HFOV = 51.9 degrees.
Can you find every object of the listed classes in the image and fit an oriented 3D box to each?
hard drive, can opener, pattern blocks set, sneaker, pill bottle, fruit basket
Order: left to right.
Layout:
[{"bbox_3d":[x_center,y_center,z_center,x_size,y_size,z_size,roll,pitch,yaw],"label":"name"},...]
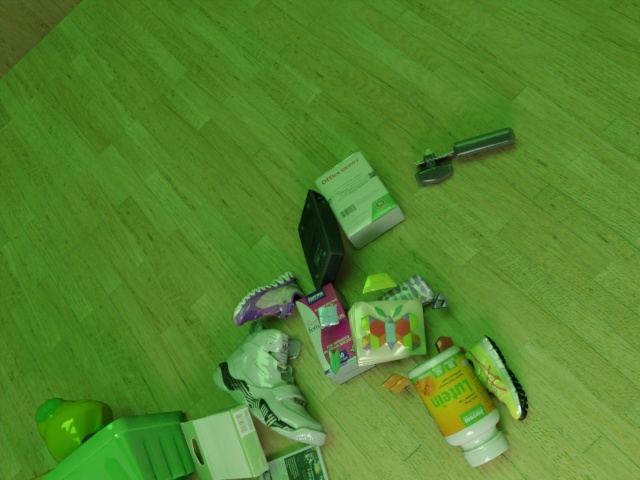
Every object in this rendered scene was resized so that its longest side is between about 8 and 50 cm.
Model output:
[{"bbox_3d":[-0.536,0.504,1.656,0.283,0.392,0.392,-39,59,3],"label":"fruit basket"},{"bbox_3d":[-0.129,0.170,1.751,0.236,0.095,0.104,-29,70,-39],"label":"sneaker"},{"bbox_3d":[-0.100,0.354,1.672,0.366,0.137,0.210,27,83,33],"label":"sneaker"},{"bbox_3d":[0.000,0.000,1.765,0.054,0.172,0.254,0,43,-19],"label":"hard drive"},{"bbox_3d":[0.166,0.218,1.579,0.325,0.026,0.285,-18,81,-8],"label":"pattern blocks set"},{"bbox_3d":[0.313,0.371,1.472,0.136,0.136,0.245,-32,77,7],"label":"pill bottle"},{"bbox_3d":[0.387,-0.233,1.780,0.281,0.074,0.093,-19,96,16],"label":"can opener"},{"bbox_3d":[0.401,0.328,1.516,0.094,0.081,0.208,-35,52,14],"label":"sneaker"}]

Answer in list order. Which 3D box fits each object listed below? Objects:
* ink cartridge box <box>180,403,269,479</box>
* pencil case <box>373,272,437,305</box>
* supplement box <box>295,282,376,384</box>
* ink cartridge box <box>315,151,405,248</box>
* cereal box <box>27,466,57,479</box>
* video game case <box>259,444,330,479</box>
[{"bbox_3d":[-0.246,0.516,1.661,0.235,0.056,0.171,-25,83,44],"label":"ink cartridge box"},{"bbox_3d":[0.191,0.169,1.662,0.206,0.086,0.088,-36,55,4],"label":"pencil case"},{"bbox_3d":[0.038,0.237,1.683,0.111,0.114,0.220,-30,58,7],"label":"supplement box"},{"bbox_3d":[0.107,-0.113,1.820,0.160,0.092,0.219,-33,58,6],"label":"ink cartridge box"},{"bbox_3d":[-0.656,0.690,1.741,0.240,0.173,0.047,23,110,29],"label":"cereal box"},{"bbox_3d":[-0.055,0.616,1.606,0.173,0.022,0.190,-25,59,11],"label":"video game case"}]
